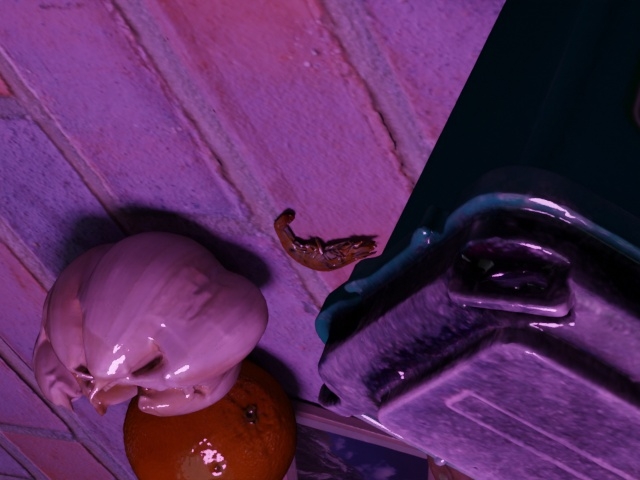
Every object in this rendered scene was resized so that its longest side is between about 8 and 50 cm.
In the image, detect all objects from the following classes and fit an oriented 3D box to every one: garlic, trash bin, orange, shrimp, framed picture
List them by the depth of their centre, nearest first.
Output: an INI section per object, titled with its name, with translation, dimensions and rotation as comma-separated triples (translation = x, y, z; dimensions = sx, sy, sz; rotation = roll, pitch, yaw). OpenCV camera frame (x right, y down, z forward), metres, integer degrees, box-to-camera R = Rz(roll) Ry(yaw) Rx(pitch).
[trash bin]
translation = 0.183, -0.033, 0.914
dimensions = 0.259, 0.381, 0.295
rotation = 30, 151, -11
[shrimp]
translation = 0.000, 0.000, 1.454
dimensions = 0.114, 0.023, 0.083
rotation = -7, 137, 47
[garlic]
translation = -0.190, 0.085, 1.550
dimensions = 0.281, 0.203, 0.184
rotation = 8, 129, 31
[orange]
translation = -0.122, 0.218, 1.725
dimensions = 0.206, 0.206, 0.206
rotation = 17, 150, 10
[framed picture]
translation = 0.050, 0.284, 1.885
dimensions = 0.209, 0.019, 0.281
rotation = 14, 149, 13

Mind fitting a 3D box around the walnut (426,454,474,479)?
[walnut]
translation = 0.201, 0.224, 1.544
dimensions = 0.230, 0.178, 0.178
rotation = 39, 148, -9
